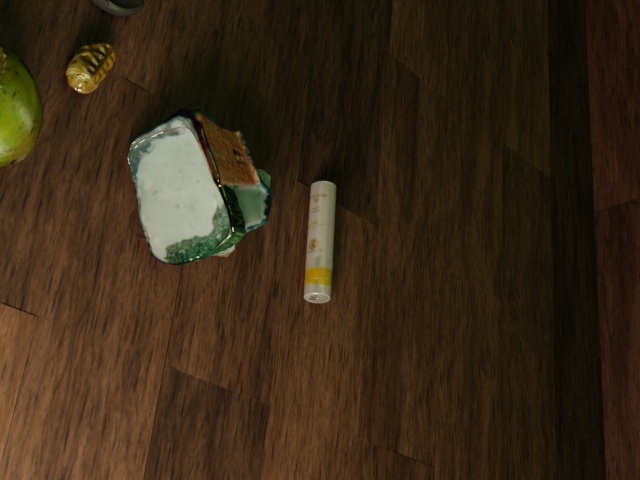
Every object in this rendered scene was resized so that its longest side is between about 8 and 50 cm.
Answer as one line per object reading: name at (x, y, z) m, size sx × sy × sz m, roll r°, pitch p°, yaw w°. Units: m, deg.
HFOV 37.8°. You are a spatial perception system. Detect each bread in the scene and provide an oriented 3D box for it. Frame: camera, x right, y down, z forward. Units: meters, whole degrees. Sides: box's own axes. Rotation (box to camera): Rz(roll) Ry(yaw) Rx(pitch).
bread at (-0.409, -0.307, 1.651) m, size 0.066 × 0.060 × 0.110 m, roll 73°, pitch 31°, yaw -45°

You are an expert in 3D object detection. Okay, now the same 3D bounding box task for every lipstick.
lipstick at (0.000, 0.000, 1.966) m, size 0.059 × 0.059 × 0.264 m, roll 25°, pitch 57°, yaw -39°

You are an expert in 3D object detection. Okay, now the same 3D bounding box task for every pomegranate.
pomegranate at (-0.510, -0.168, 1.398) m, size 0.159 × 0.190 × 0.241 m, roll 59°, pitch 34°, yaw -50°

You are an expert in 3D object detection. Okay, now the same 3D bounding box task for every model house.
model house at (-0.189, -0.090, 1.739) m, size 0.291 × 0.184 × 0.253 m, roll -3°, pitch 70°, yaw -62°

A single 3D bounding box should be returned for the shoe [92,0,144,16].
shoe at (-0.401, -0.531, 1.723) m, size 0.241 × 0.093 × 0.108 m, roll 57°, pitch 41°, yaw -11°
